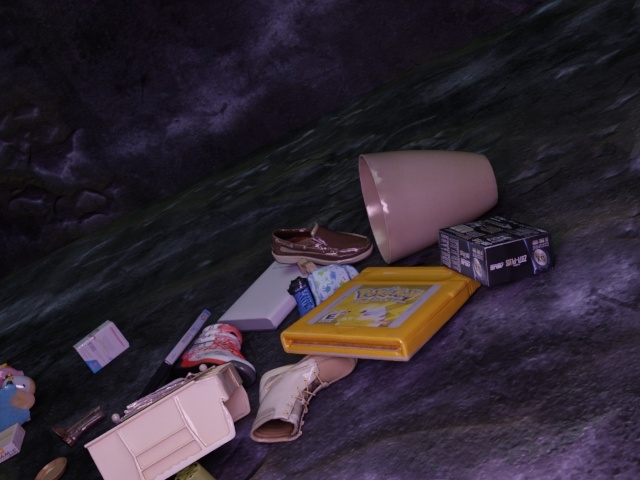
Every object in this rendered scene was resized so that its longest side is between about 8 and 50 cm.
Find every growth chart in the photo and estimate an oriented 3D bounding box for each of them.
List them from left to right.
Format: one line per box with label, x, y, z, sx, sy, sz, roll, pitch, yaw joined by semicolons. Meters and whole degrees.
growth chart;-0.324;0.343;1.698;0.237;0.172;0.021;-29;62;-5

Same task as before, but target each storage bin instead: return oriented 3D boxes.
storage bin;-0.266;0.345;1.498;0.260;0.123;0.262;-30;-3;-1

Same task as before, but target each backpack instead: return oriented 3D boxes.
backpack;0.036;0.105;1.782;0.114;0.084;0.105;-16;60;-7

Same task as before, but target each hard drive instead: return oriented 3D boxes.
hard drive;-0.100;0.115;2.038;0.203;0.040;0.307;-8;30;45

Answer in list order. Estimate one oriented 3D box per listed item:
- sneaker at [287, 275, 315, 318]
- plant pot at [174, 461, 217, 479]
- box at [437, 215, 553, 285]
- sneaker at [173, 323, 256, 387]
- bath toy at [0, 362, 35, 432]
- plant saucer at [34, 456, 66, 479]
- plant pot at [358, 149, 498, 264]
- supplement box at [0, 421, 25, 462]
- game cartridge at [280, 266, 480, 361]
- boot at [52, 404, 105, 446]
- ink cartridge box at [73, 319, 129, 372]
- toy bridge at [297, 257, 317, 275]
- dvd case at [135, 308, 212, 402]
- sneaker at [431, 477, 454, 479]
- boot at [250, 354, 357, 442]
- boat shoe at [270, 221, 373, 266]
sneaker;-0.038;0.134;1.852;0.058;0.085;0.152;-29;21;4
plant pot;-0.214;0.433;1.416;0.083;0.079;0.083;-26;21;10
box;0.336;0.017;1.565;0.147;0.078;0.180;-13;16;-19
sneaker;-0.211;0.249;1.804;0.270;0.090;0.145;-11;35;48
bath toy;-0.890;0.420;2.274;0.151;0.129;0.348;-38;22;-20
plant saucer;-0.603;0.524;1.815;0.083;0.015;0.083;-27;22;11
plant pot;0.251;-0.104;1.834;0.274;0.257;0.256;-15;21;-3
supplement box;-0.795;0.516;2.058;0.062;0.036;0.098;-30;21;0
game cartridge;0.124;0.130;1.573;0.285;0.053;0.323;-2;23;38
boot;-0.582;0.438;1.949;0.106;0.037;0.114;16;52;45
ink cartridge box;-0.607;0.293;2.239;0.122;0.089;0.052;-38;19;-20
toy bridge;-0.014;0.085;1.901;0.026;0.063;0.188;-25;33;-12
dvd case;-0.344;0.278;1.865;0.180;0.022;0.253;-54;2;26
sneaker;0.156;0.385;0.973;0.111;0.121;0.300;-26;21;11
boot;-0.030;0.288;1.508;0.213;0.077;0.165;-24;23;18
boat shoe;-0.001;0.005;1.987;0.257;0.095;0.095;-4;37;11
